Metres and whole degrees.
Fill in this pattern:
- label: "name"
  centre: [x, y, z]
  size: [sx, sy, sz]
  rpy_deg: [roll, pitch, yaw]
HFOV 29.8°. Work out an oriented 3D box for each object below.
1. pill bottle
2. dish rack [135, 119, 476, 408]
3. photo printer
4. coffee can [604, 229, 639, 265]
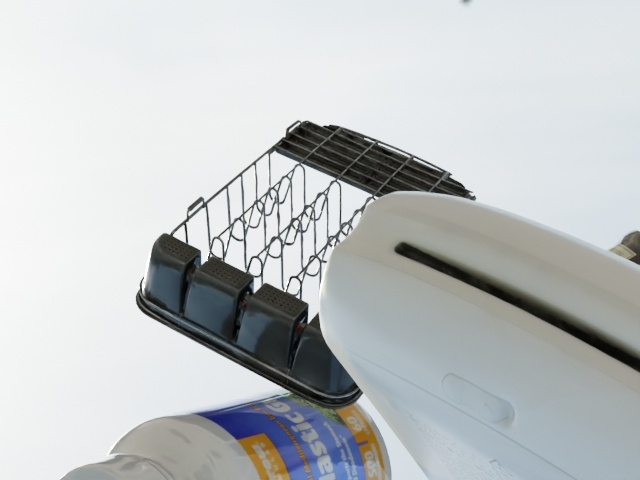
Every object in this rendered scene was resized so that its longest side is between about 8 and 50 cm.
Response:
- label: "pill bottle"
  centre: [-0.074, 0.199, 0.918]
  size: [0.152, 0.152, 0.272]
  rpy_deg: [9, -173, 32]
- label: "dish rack"
  centre: [0.000, 0.000, 1.020]
  size: [0.208, 0.074, 0.271]
  rpy_deg: [26, -137, 18]
- label: "photo printer"
  centre: [0.140, 0.104, 0.600]
  size: [0.256, 0.307, 0.107]
  rpy_deg: [28, -107, 35]
- label: "coffee can"
  centre: [0.240, 0.146, 1.166]
  size: [0.275, 0.201, 0.201]
  rpy_deg: [-32, -151, 0]
